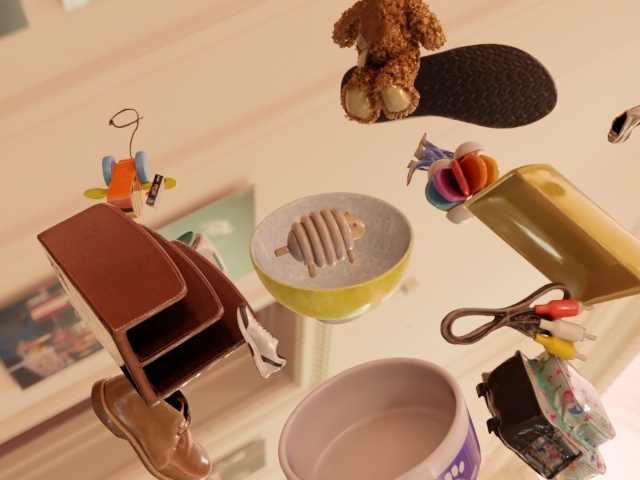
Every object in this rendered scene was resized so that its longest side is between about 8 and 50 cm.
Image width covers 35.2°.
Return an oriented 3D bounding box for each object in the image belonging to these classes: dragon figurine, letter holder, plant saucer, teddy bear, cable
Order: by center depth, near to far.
[{"bbox_3d":[-0.249,0.061,1.494,0.302,0.214,0.152,39,-26,46],"label":"letter holder"},{"bbox_3d":[0.361,0.137,1.809,0.072,0.287,0.140,-173,-90,-73],"label":"cable"},{"bbox_3d":[0.127,-0.373,1.849,0.245,0.113,0.338,-28,-120,43],"label":"teddy bear"},{"bbox_3d":[0.465,-0.020,1.943,0.333,0.081,0.333,41,-13,0],"label":"plant saucer"},{"bbox_3d":[0.312,-0.201,2.652,0.144,0.289,0.085,27,-64,3],"label":"dragon figurine"}]

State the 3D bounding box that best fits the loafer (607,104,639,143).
[{"bbox_3d":[0.534,-0.206,1.785,0.125,0.039,0.045,121,-38,-69],"label":"loafer"}]

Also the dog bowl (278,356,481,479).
[{"bbox_3d":[0.081,0.284,1.377,0.265,0.264,0.104,36,-27,58],"label":"dog bowl"}]

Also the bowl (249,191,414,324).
[{"bbox_3d":[0.025,0.056,1.806,0.289,0.289,0.156,46,-29,46],"label":"bowl"}]

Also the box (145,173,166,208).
[{"bbox_3d":[-0.342,-0.102,2.099,0.018,0.067,0.083,19,-3,-3],"label":"box"}]

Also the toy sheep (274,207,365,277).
[{"bbox_3d":[0.000,0.000,1.397,0.091,0.132,0.091,158,-90,-80],"label":"toy sheep"}]

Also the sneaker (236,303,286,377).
[{"bbox_3d":[-0.083,0.135,1.411,0.040,0.043,0.109,-47,111,-84],"label":"sneaker"}]

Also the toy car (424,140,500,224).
[{"bbox_3d":[0.314,-0.131,2.296,0.182,0.136,0.159,-33,-109,32],"label":"toy car"}]

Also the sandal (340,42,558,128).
[{"bbox_3d":[0.263,-0.316,2.058,0.107,0.445,0.168,-23,115,-67],"label":"sandal"}]

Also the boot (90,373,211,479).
[{"bbox_3d":[-0.263,0.332,1.758,0.305,0.115,0.112,53,24,-39],"label":"boot"}]

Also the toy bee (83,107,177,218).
[{"bbox_3d":[-0.408,-0.134,2.245,0.195,0.298,0.162,7,-42,18],"label":"toy bee"}]

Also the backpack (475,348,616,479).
[{"bbox_3d":[0.434,0.338,1.879,0.253,0.191,0.225,50,16,-31],"label":"backpack"}]

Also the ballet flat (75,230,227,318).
[{"bbox_3d":[-0.345,0.105,2.054,0.400,0.139,0.139,-25,-87,35],"label":"ballet flat"}]
